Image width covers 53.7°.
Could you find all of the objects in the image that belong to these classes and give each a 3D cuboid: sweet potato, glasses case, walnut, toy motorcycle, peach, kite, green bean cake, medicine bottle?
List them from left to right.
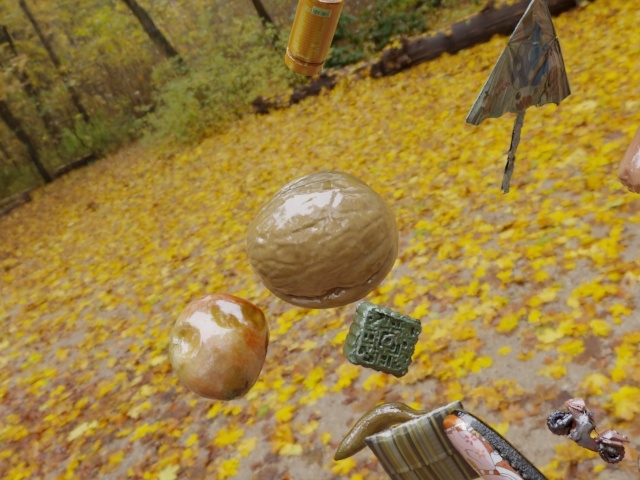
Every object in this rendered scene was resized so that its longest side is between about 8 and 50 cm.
[{"bbox_3d":[-0.204,0.231,1.288,0.214,0.214,0.235,-23,36,4],"label":"peach"},{"bbox_3d":[-0.016,-0.476,1.428,0.096,0.096,0.191,-38,-20,-38],"label":"medicine bottle"},{"bbox_3d":[0.000,0.000,1.359,0.333,0.332,0.333,-22,18,7],"label":"walnut"},{"bbox_3d":[0.168,0.269,1.713,0.094,0.182,0.173,-178,108,-82],"label":"green bean cake"},{"bbox_3d":[0.179,0.515,1.774,0.346,0.079,0.108,-30,49,22],"label":"sweet potato"},{"bbox_3d":[0.304,0.374,1.003,0.067,0.267,0.103,-43,-15,-14],"label":"glasses case"},{"bbox_3d":[0.316,-0.222,0.973,0.335,0.314,0.012,-19,31,-42],"label":"kite"},{"bbox_3d":[0.706,0.490,1.652,0.118,0.213,0.084,-62,-6,-1],"label":"toy motorcycle"}]

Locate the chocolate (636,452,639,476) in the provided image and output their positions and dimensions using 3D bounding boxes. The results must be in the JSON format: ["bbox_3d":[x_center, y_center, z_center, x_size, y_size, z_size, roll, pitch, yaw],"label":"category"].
[{"bbox_3d":[0.697,0.544,1.270,0.093,0.148,0.214,-10,35,27],"label":"chocolate"}]

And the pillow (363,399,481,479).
[{"bbox_3d":[0.222,0.429,1.266,0.212,0.208,0.052,-26,26,13],"label":"pillow"}]

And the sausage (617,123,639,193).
[{"bbox_3d":[0.490,-0.186,0.841,0.288,0.086,0.086,-63,22,0],"label":"sausage"}]
